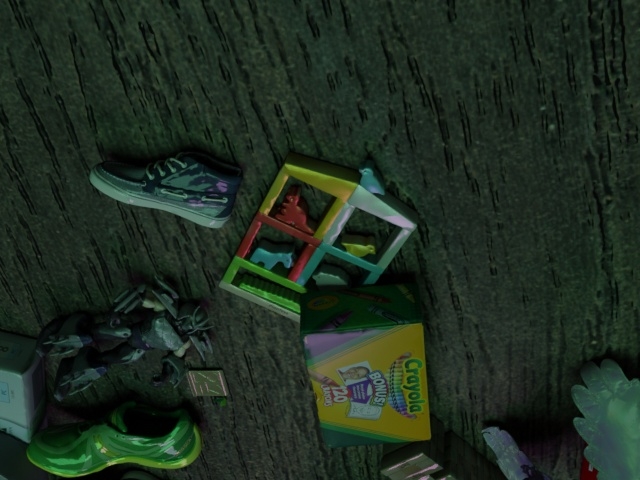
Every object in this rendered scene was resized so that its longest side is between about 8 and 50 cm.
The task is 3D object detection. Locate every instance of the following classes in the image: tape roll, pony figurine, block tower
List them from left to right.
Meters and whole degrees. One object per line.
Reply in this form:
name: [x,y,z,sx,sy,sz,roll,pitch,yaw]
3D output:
tape roll: [-0.592,0.416,1.384,0.219,0.072,0.219,6,131,7]
block tower: [0.250,0.421,1.329,0.097,0.091,0.335,-34,116,31]
pony figurine: [0.377,0.396,1.119,0.351,0.364,0.303,54,134,12]

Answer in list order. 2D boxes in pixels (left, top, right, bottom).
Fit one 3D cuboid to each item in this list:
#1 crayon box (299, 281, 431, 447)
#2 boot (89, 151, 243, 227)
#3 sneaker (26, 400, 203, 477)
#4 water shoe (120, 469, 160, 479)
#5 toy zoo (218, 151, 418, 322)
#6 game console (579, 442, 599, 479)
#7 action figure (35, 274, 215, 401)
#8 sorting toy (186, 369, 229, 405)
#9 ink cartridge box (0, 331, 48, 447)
crayon box: [0.071,0.188,1.158,0.166,0.081,0.278,-6,132,5]
boot: [-0.199,-0.086,1.035,0.190,0.069,0.086,17,122,-13]
sneaker: [-0.352,0.326,1.360,0.296,0.109,0.123,-5,123,-2]
water shoe: [-0.292,0.509,1.505,0.203,0.080,0.073,23,129,-8]
toy zoo: [0.000,0.000,1.081,0.192,0.030,0.293,24,128,-9]
game console: [0.497,0.353,1.279,0.124,0.085,0.144,22,136,34]
action figure: [-0.289,0.153,1.216,0.285,0.099,0.185,-17,114,17]
sorting toy: [-0.184,0.245,1.320,0.062,0.012,0.083,-5,123,8]
ink cartridge box: [-0.673,0.263,1.376,0.385,0.091,0.308,12,130,-1]
